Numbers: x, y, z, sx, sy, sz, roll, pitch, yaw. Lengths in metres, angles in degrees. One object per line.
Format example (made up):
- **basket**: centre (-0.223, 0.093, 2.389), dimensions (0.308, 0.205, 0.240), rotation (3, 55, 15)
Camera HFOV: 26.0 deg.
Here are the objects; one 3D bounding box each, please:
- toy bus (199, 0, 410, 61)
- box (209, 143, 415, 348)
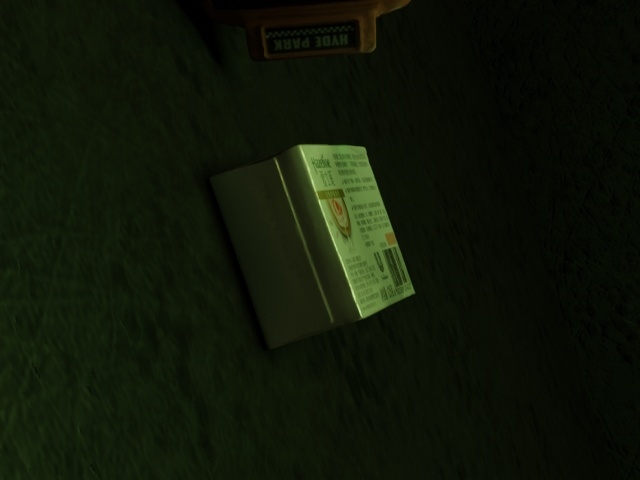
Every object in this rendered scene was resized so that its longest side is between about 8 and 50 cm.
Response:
- **toy bus**: centre (-0.024, -0.355, 1.152), dimensions (0.427, 0.203, 0.233), rotation (-93, 178, -46)
- **box**: centre (0.000, 0.000, 1.071), dimensions (0.199, 0.081, 0.135), rotation (-8, 78, -76)
